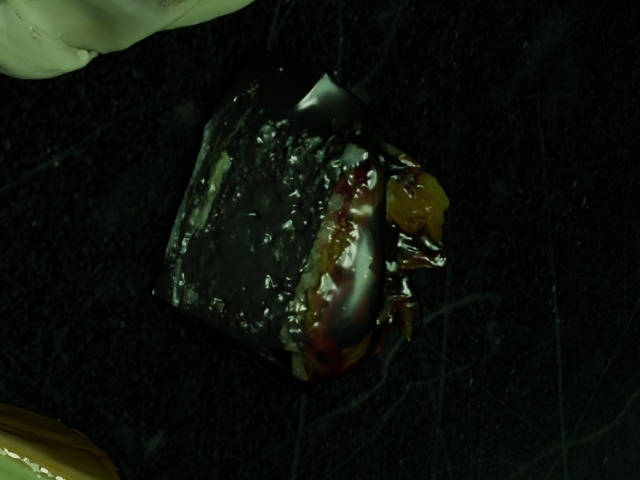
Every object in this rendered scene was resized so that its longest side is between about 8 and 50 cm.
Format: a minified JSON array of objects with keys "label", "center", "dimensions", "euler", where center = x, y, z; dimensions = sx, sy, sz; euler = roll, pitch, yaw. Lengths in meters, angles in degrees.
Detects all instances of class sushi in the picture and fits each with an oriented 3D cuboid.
[{"label":"sushi","center":[-0.001,0.001,1.468],"dimensions":[0.227,0.212,0.215],"euler":[-59,143,-9]}]

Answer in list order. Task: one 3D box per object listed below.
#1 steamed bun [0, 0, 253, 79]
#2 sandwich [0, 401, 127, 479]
[{"label":"steamed bun","center":[-0.158,-0.263,1.084],"dimensions":[0.367,0.255,0.342],"euler":[-18,118,-34]},{"label":"sandwich","center":[-0.281,0.200,1.318],"dimensions":[0.198,0.227,0.155],"euler":[26,88,-17]}]
